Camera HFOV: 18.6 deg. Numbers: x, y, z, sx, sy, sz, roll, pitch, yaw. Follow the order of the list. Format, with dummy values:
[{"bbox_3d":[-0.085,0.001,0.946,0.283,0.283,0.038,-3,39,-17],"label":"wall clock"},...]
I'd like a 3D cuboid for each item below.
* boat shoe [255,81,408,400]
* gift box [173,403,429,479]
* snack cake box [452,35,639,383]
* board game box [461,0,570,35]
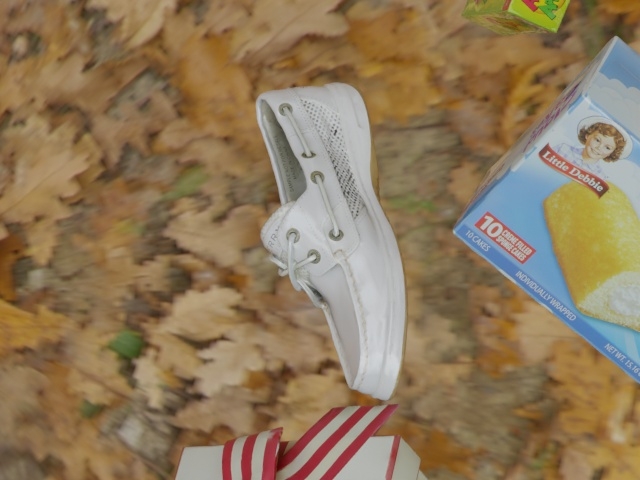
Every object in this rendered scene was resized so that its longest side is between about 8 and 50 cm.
[{"bbox_3d":[0.000,0.000,1.492,0.096,0.098,0.277,0,55,-18],"label":"boat shoe"},{"bbox_3d":[0.009,0.304,1.693,0.258,0.276,0.255,50,38,-43],"label":"gift box"},{"bbox_3d":[0.243,0.010,1.311,0.264,0.152,0.089,39,40,-3],"label":"snack cake box"},{"bbox_3d":[0.164,-0.213,1.543,0.043,0.181,0.092,22,92,-9],"label":"board game box"}]
